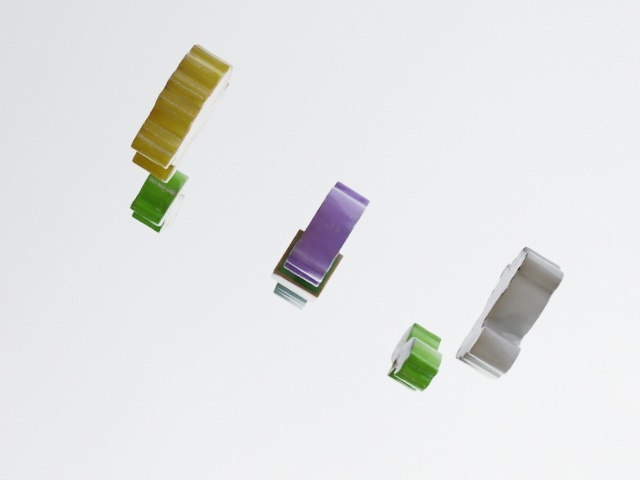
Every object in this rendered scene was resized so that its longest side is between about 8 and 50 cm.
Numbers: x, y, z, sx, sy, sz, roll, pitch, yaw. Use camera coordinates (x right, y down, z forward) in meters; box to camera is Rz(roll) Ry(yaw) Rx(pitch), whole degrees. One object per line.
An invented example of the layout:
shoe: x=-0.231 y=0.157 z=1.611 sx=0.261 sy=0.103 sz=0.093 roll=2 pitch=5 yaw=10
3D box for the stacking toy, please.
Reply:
stacking toy: x=0.000 y=0.000 z=0.662 sx=0.052 sy=0.167 sz=0.221 roll=-58 pitch=-179 yaw=-11
